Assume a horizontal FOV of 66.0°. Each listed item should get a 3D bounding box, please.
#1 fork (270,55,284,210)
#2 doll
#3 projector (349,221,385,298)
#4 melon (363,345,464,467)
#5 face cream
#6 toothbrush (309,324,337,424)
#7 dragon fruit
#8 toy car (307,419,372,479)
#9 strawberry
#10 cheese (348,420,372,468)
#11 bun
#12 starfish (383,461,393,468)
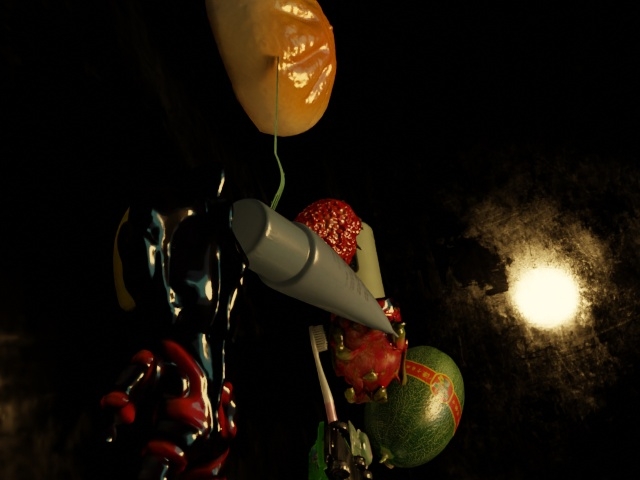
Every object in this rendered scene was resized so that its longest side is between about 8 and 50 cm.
[{"bbox_3d":[-0.060,-0.143,0.709,0.039,0.021,0.235,-63,158,-78],"label":"fork"},{"bbox_3d":[-0.095,0.057,0.338,0.127,0.088,0.248,107,-19,-71],"label":"doll"},{"bbox_3d":[0.091,0.110,1.119,0.108,0.108,0.337,63,16,-48],"label":"projector"},{"bbox_3d":[0.184,0.330,0.977,0.287,0.182,0.182,-46,124,-46],"label":"melon"},{"bbox_3d":[0.002,0.050,0.672,0.135,0.086,0.385,46,5,34],"label":"face cream"},{"bbox_3d":[0.019,0.269,0.752,0.020,0.025,0.286,46,31,-68],"label":"toothbrush"},{"bbox_3d":[0.090,0.195,0.878,0.167,0.160,0.171,-18,-97,59],"label":"dragon fruit"},{"bbox_3d":[0.023,0.300,0.626,0.071,0.063,0.165,-91,162,-56],"label":"toy car"},{"bbox_3d":[-0.002,0.000,0.829,0.131,0.148,0.131,44,-32,37],"label":"strawberry"},{"bbox_3d":[0.070,0.363,0.870,0.120,0.026,0.067,62,15,-50],"label":"cheese"},{"bbox_3d":[-0.058,-0.327,0.825,0.299,0.165,0.298,-14,90,-80],"label":"bun"},{"bbox_3d":[0.173,0.385,1.162,0.375,0.094,0.327,52,35,-27],"label":"starfish"}]
